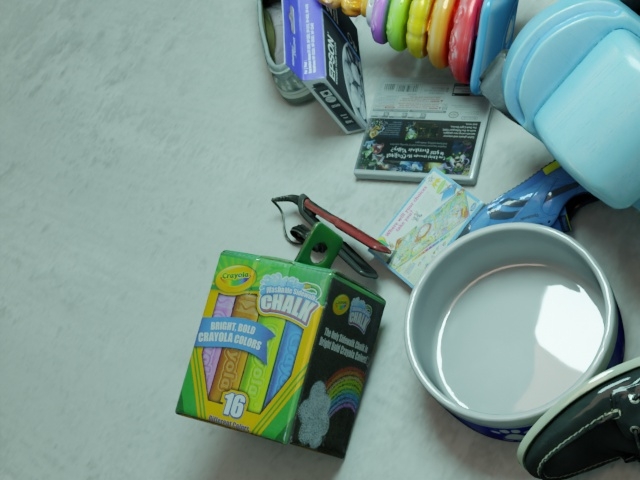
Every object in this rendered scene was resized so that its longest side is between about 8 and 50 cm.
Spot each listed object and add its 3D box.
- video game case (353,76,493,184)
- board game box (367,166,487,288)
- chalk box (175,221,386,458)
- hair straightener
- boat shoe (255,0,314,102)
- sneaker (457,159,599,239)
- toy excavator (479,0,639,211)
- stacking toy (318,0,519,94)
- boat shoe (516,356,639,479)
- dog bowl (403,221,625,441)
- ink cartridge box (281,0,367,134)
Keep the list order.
[{"bbox_3d":[0.157,-0.167,1.585,0.190,0.022,0.173,5,67,26],"label":"video game case"},{"bbox_3d":[0.151,-0.015,1.491,0.154,0.026,0.103,-51,55,4],"label":"board game box"},{"bbox_3d":[-0.041,0.119,1.406,0.179,0.180,0.289,10,78,28],"label":"chalk box"},{"bbox_3d":[0.000,0.000,1.540,0.230,0.047,0.089,33,103,36],"label":"hair straightener"},{"bbox_3d":[-0.053,-0.379,1.743,0.118,0.103,0.320,-13,60,19],"label":"boat shoe"},{"bbox_3d":[0.281,-0.028,1.426,0.209,0.069,0.082,-35,59,5],"label":"sneaker"},{"bbox_3d":[0.410,-0.084,1.223,0.222,0.433,0.445,-49,17,28],"label":"toy excavator"},{"bbox_3d":[0.129,-0.333,1.541,0.302,0.166,0.175,15,41,13],"label":"stacking toy"},{"bbox_3d":[0.395,0.203,1.217,0.340,0.127,0.113,-26,47,-2],"label":"boat shoe"},{"bbox_3d":[0.246,0.116,1.345,0.265,0.104,0.265,-11,60,20],"label":"dog bowl"},{"bbox_3d":[0.006,-0.297,1.610,0.045,0.208,0.206,-17,59,22],"label":"ink cartridge box"}]
